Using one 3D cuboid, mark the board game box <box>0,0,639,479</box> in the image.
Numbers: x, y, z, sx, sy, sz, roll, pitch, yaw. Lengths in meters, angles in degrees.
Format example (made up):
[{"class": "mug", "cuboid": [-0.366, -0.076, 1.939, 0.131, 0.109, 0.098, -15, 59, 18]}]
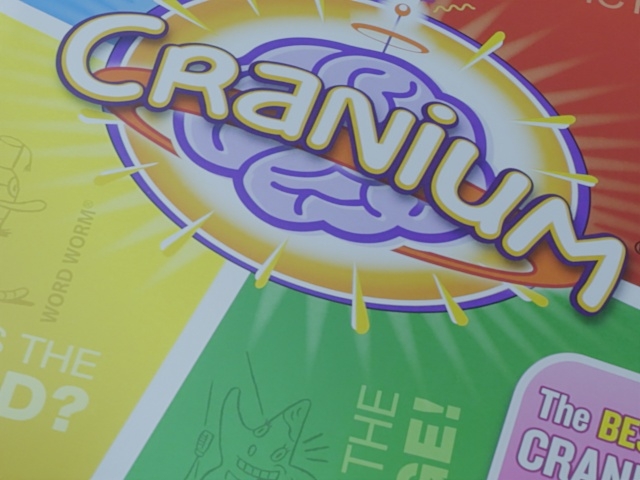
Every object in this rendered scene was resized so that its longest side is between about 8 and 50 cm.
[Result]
[{"class": "board game box", "cuboid": [0.000, 0.000, 0.462, 0.064, 0.242, 0.317, 101, -177, -58]}]
